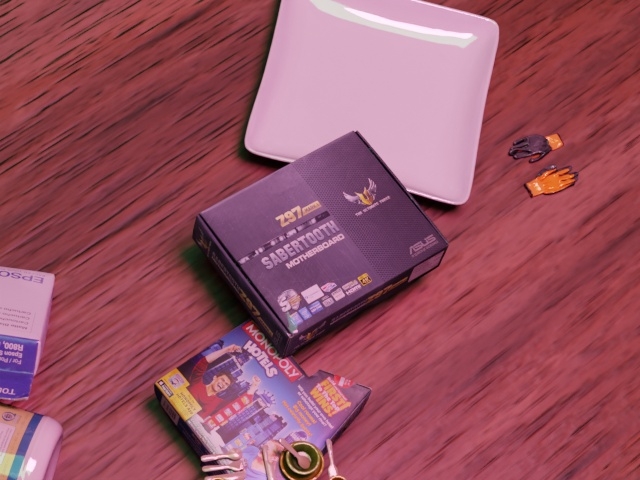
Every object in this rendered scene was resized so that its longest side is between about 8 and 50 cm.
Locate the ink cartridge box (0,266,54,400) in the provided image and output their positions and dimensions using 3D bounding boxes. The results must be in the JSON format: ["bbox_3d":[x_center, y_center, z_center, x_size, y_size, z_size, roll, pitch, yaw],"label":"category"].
[{"bbox_3d":[-0.404,0.085,1.878,0.223,0.045,0.224,8,25,-7],"label":"ink cartridge box"}]

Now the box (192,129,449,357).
[{"bbox_3d":[0.000,0.000,1.996,0.233,0.059,0.183,-28,69,-25],"label":"box"}]

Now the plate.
[{"bbox_3d":[0.065,-0.184,2.166,0.278,0.045,0.277,14,62,-3],"label":"plate"}]

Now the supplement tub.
[{"bbox_3d":[-0.380,0.227,1.823,0.200,0.144,0.144,17,62,-1],"label":"supplement tub"}]

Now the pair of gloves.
[{"bbox_3d":[0.276,-0.095,2.178,0.074,0.010,0.083,-16,67,-17],"label":"pair of gloves"}]

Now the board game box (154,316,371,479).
[{"bbox_3d":[-0.051,0.189,1.949,0.194,0.060,0.194,-32,73,-24],"label":"board game box"}]

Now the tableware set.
[{"bbox_3d":[-0.048,0.261,1.865,0.154,0.024,0.104,-5,65,-13],"label":"tableware set"}]
